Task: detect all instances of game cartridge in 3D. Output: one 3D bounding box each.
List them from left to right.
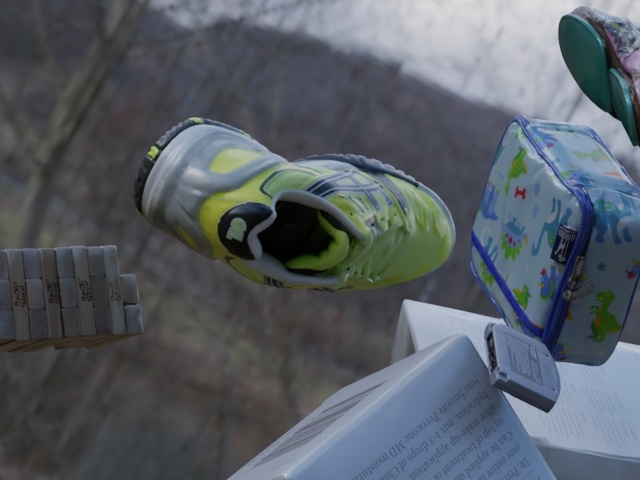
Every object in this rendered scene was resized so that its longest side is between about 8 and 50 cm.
[{"bbox_3d":[0.147,0.092,1.421,0.056,0.017,0.083,23,25,-10],"label":"game cartridge"}]

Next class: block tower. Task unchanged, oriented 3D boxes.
[{"bbox_3d":[-0.337,0.060,1.823,0.335,0.091,0.097,-1,-12,-37],"label":"block tower"}]

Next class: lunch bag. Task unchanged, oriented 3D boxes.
[{"bbox_3d":[0.209,0.002,1.755,0.090,0.176,0.219,6,27,-18],"label":"lunch bag"}]

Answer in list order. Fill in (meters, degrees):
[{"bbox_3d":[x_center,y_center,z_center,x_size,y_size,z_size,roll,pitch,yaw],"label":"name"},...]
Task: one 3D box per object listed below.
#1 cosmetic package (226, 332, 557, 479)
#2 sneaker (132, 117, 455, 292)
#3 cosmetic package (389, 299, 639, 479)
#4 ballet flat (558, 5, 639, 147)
[{"bbox_3d":[0.113,0.325,1.419,0.161,0.230,0.453,-30,-88,45],"label":"cosmetic package"},{"bbox_3d":[0.000,0.000,1.813,0.385,0.145,0.147,8,25,-47],"label":"sneaker"},{"bbox_3d":[0.222,0.178,1.908,0.284,0.097,0.377,9,15,-4],"label":"cosmetic package"},{"bbox_3d":[0.239,-0.124,1.452,0.079,0.076,0.221,-13,22,-3],"label":"ballet flat"}]
